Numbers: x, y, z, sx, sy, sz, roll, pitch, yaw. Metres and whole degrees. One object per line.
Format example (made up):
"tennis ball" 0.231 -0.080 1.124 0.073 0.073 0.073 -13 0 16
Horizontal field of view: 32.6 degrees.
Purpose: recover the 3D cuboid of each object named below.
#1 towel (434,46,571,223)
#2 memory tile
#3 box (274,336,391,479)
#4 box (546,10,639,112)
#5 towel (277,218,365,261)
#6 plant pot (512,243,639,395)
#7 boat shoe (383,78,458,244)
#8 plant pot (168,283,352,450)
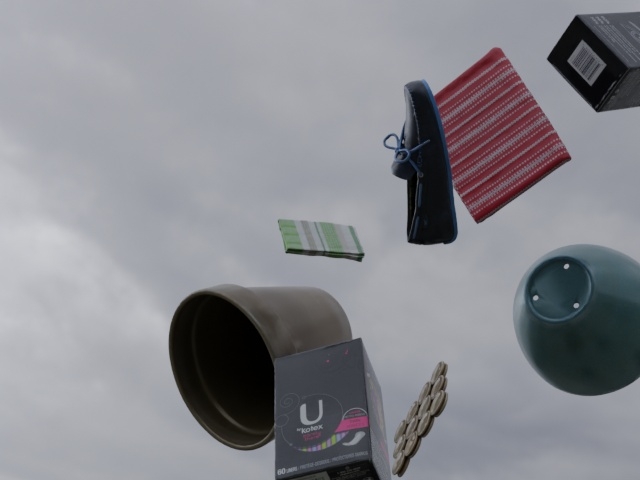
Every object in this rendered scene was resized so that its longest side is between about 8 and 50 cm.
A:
"towel" 0.289 -0.184 1.886 0.199 0.275 0.031 -37 -34 19
"memory tile" 0.138 0.246 1.508 0.012 0.113 0.148 26 -66 -6
"box" 0.019 0.319 1.843 0.165 0.270 0.143 -15 -51 9
"box" 0.544 -0.328 1.996 0.207 0.153 0.108 -10 -36 -39
"towel" 0.000 0.000 2.044 0.152 0.113 0.023 5 -60 -14
"plant pot" 0.479 0.124 2.045 0.290 0.290 0.195 -7 -26 30
"boat shoe" 0.148 -0.109 1.647 0.089 0.258 0.109 -11 13 0
"plant pot" -0.097 0.217 2.185 0.323 0.323 0.280 -18 1 45
